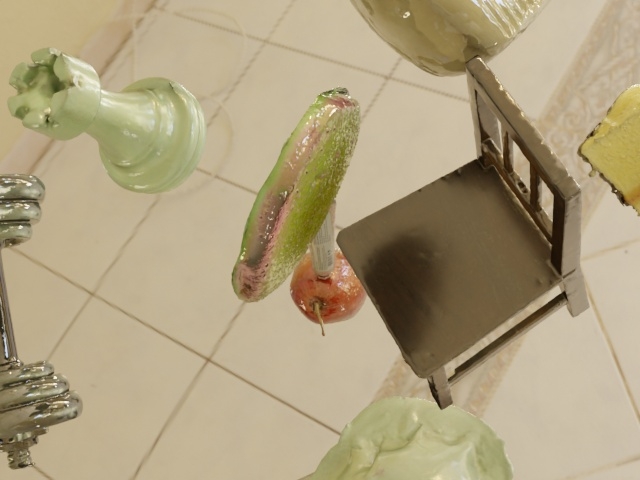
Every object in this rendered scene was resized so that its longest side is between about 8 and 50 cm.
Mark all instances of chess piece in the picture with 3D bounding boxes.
[{"bbox_3d":[-0.328,-0.190,1.428,0.195,0.299,0.194,-5,79,26],"label":"chess piece"}]

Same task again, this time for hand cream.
[{"bbox_3d":[0.000,0.000,1.725,0.067,0.209,0.043,-14,52,-8],"label":"hand cream"}]

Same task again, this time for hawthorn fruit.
[{"bbox_3d":[0.006,0.104,1.859,0.163,0.162,0.203,8,22,21],"label":"hawthorn fruit"}]

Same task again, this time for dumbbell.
[{"bbox_3d":[-0.410,0.084,1.170,0.179,0.179,0.406,-12,87,18],"label":"dumbbell"}]

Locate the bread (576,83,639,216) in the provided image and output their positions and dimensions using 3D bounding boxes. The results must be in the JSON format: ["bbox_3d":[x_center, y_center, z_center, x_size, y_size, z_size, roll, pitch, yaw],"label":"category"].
[{"bbox_3d":[0.593,-0.132,1.586,0.178,0.266,0.142,-55,17,-26],"label":"bread"}]

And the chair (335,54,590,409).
[{"bbox_3d":[0.151,0.019,1.051,0.240,0.416,0.203,-32,65,5],"label":"chair"}]

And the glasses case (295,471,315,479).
[{"bbox_3d":[-0.066,0.513,1.713,0.308,0.083,0.128,-19,41,-12],"label":"glasses case"}]

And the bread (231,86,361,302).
[{"bbox_3d":[-0.016,-0.041,0.877,0.033,0.228,0.228,27,76,11],"label":"bread"}]

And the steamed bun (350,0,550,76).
[{"bbox_3d":[0.150,-0.356,1.048,0.236,0.247,0.383,-8,46,59],"label":"steamed bun"}]

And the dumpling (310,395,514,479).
[{"bbox_3d":[0.139,0.429,1.572,0.321,0.211,0.270,-17,29,-15],"label":"dumpling"}]
